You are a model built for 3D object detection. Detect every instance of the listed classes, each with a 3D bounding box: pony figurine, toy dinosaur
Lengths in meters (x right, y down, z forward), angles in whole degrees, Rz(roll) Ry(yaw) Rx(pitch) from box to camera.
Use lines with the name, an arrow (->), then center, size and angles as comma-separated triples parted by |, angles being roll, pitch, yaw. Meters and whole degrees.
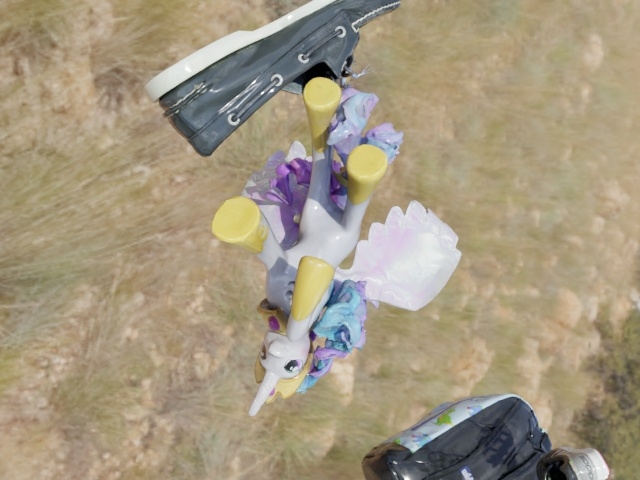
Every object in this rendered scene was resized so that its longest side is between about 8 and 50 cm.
pony figurine -> 0.000, 0.000, 0.883 | 0.363, 0.303, 0.351 | 95, 21, -55
toy dinosaur -> 0.038, -0.278, 1.250 | 0.047, 0.090, 0.082 | 59, 18, -57

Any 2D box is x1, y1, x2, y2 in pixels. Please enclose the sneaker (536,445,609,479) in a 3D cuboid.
sneaker -> 0.365, 0.355, 1.170 | 0.170, 0.075, 0.063 | 125, -49, -68

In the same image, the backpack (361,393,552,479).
backpack -> 0.266, 0.421, 1.394 | 0.356, 0.273, 0.290 | -29, 91, -23

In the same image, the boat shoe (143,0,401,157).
boat shoe -> -0.024, -0.197, 0.856 | 0.340, 0.127, 0.113 | -33, 100, -30
